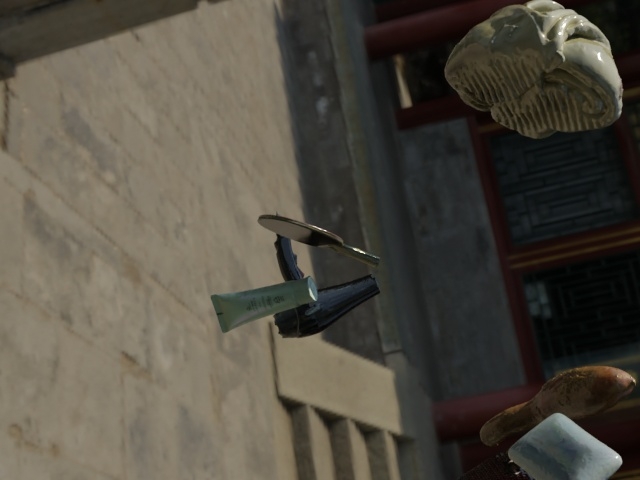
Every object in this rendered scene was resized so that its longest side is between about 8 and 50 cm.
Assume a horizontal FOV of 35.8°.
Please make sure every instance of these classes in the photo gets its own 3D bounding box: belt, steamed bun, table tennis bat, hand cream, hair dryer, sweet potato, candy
[{"bbox_3d":[0.427,0.601,2.378,0.164,0.289,0.184,54,-14,43],"label":"belt"},{"bbox_3d":[0.439,-0.366,1.985,0.310,0.324,0.219,30,69,-25],"label":"steamed bun"},{"bbox_3d":[0.000,0.000,1.807,0.138,0.247,0.022,-7,-116,65],"label":"table tennis bat"},{"bbox_3d":[-0.106,0.116,1.863,0.050,0.205,0.078,-41,115,-71],"label":"hand cream"},{"bbox_3d":[-0.023,0.052,2.066,0.091,0.236,0.271,123,-58,-81],"label":"hair dryer"},{"bbox_3d":[0.509,0.351,2.137,0.109,0.385,0.109,26,49,-34],"label":"sweet potato"},{"bbox_3d":[0.450,0.402,1.827,0.174,0.138,0.071,35,-27,51],"label":"candy"}]
